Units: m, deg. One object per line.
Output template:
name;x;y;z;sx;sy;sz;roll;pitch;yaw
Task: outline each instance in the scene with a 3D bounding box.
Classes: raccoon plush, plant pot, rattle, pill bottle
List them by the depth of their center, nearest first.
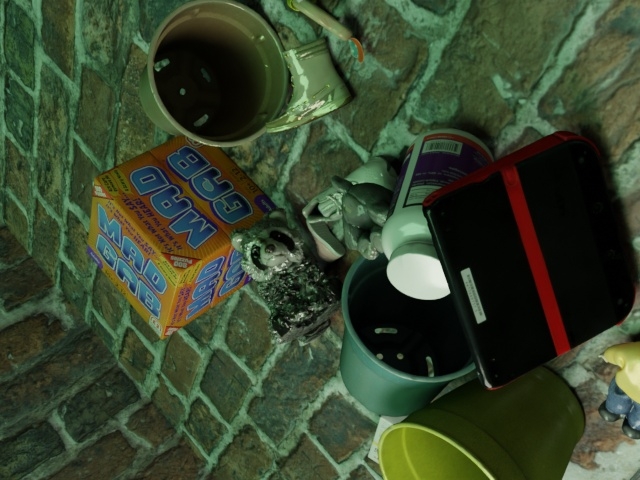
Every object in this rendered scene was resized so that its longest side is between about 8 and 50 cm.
pill bottle;0.220;-0.050;1.606;0.181;0.323;0.182;12;140;10
rattle;0.043;-0.481;1.754;0.199;0.143;0.130;34;175;6
plant pot;0.374;0.442;1.819;0.366;0.353;0.367;31;139;31
plant pot;0.189;0.223;1.916;0.341;0.341;0.334;43;151;18
plant pot;-0.288;-0.377;2.029;0.305;0.333;0.334;2;119;63
raccoon plush;-0.115;0.117;2.254;0.299;0.216;0.446;56;157;14

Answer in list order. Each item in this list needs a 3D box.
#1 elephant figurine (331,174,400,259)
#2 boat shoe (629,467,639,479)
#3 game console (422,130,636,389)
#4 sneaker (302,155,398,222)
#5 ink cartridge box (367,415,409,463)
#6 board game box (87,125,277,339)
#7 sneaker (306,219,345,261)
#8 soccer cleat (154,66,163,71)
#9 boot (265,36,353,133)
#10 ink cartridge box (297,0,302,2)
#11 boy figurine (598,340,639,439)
elephant figurine;0.165;-0.057;1.805;0.169;0.239;0.186;17;117;45
boat shoe;0.694;0.510;1.717;0.119;0.121;0.335;34;152;17
game console;0.377;0.032;1.503;0.387;0.341;0.060;69;169;-17
sneaker;0.071;-0.098;1.947;0.111;0.129;0.297;59;144;-1
ink cartridge box;0.228;0.542;2.295;0.154;0.093;0.212;30;141;17
board game box;-0.390;-0.022;2.369;0.356;0.356;0.357;46;145;15
sneaker;0.000;0.000;2.180;0.134;0.051;0.070;49;140;3
soccer cleat;-0.432;-0.389;2.378;0.076;0.068;0.196;-1;114;48
boot;-0.052;-0.341;1.889;0.213;0.077;0.165;-21;100;21
ink cartridge box;0.041;-0.533;1.553;0.087;0.208;0.153;58;146;-4
boy figurine;0.612;0.250;1.606;0.177;0.092;0.285;35;140;29
